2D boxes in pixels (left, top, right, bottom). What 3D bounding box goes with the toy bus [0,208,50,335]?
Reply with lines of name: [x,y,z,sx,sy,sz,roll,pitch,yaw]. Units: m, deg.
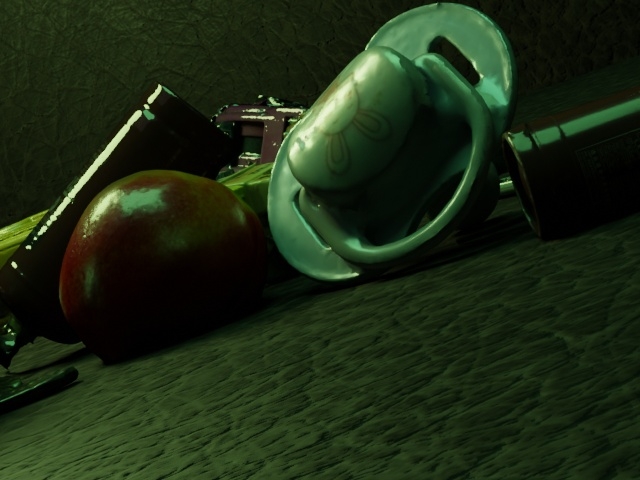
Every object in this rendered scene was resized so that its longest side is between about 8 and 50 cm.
toy bus: [-0.304,0.023,2.091,0.331,0.145,0.151,-20,6,25]

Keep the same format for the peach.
peach: [-0.146,0.033,1.573,0.190,0.192,0.190,16,-8,2]

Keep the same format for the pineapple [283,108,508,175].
pineapple: [0.094,-0.093,1.974,0.279,0.157,0.158,1,17,37]

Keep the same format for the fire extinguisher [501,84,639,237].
fire extinguisher: [0.289,-0.085,1.355,0.269,0.104,0.105,-20,5,-1]

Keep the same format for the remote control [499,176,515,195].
remote control: [0.220,-0.063,1.742,0.053,0.017,0.124,-23,6,-39]

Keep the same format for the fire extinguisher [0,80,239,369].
fire extinguisher: [-0.230,0.001,1.707,0.337,0.114,0.135,-51,-4,-1]

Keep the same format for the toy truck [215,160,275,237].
toy truck: [-0.096,-0.019,1.872,0.157,0.124,0.272,-15,5,25]

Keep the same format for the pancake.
pancake: [-0.301,0.141,1.527,0.184,0.020,0.190,-20,6,2]

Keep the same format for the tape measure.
tape measure: [-0.024,-0.119,2.238,0.245,0.149,0.231,5,1,38]

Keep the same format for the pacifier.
pacifier: [0.094,-0.068,1.523,0.226,0.238,0.287,24,-71,-48]

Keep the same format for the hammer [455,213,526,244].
hammer: [0.168,-0.017,1.470,0.110,0.019,0.035,-19,5,27]

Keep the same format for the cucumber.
cucumber: [0.000,0.000,1.752,0.181,0.053,0.053,-20,5,-39]
